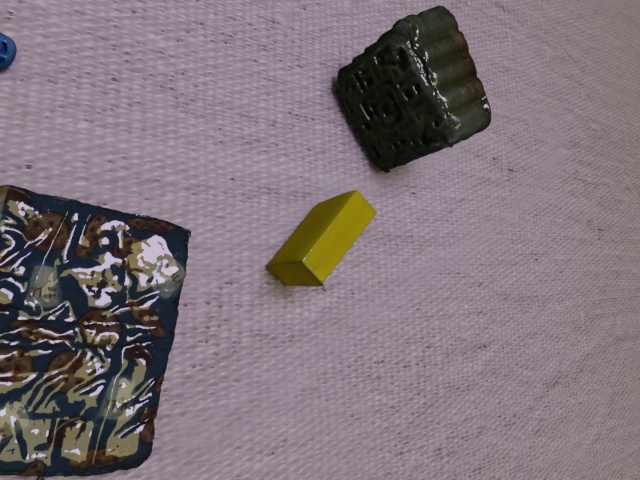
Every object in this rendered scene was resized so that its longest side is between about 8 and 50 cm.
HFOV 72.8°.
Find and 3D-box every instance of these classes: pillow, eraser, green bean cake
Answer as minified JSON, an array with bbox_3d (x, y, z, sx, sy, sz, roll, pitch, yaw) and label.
[{"bbox_3d":[-0.234,0.086,0.418,0.189,0.034,0.255,16,71,-31],"label":"pillow"},{"bbox_3d":[0.000,0.000,0.541,0.045,0.097,0.122,48,60,-19],"label":"eraser"},{"bbox_3d":[0.119,-0.198,0.605,0.094,0.181,0.173,-32,101,-31],"label":"green bean cake"}]

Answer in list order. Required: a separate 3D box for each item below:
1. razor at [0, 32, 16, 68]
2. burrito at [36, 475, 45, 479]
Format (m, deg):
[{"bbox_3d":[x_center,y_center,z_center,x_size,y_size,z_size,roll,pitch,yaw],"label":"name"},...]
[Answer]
[{"bbox_3d":[-0.401,-0.222,0.362,0.253,0.042,0.082,22,112,-28],"label":"razor"},{"bbox_3d":[-0.292,0.274,0.334,0.041,0.045,0.185,33,62,16],"label":"burrito"}]
